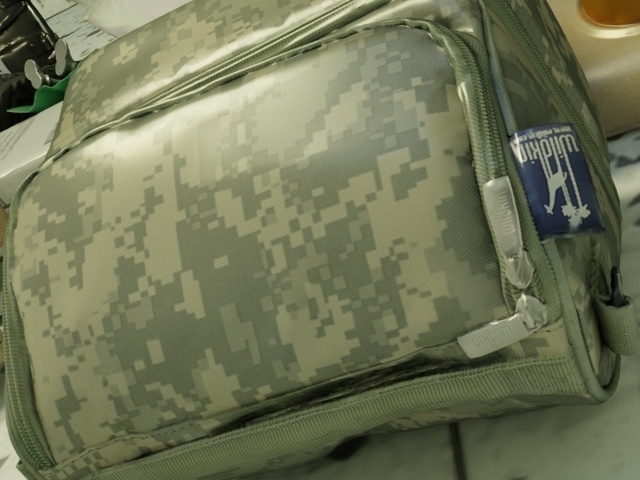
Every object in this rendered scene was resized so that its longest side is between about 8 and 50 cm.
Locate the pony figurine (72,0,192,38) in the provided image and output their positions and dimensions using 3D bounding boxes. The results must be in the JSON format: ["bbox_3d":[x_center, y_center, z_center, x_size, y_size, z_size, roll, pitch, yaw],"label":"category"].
[{"bbox_3d":[-0.052,-0.310,1.164,0.303,0.351,0.363,-55,1,42],"label":"pony figurine"}]

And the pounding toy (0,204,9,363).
[{"bbox_3d":[-0.305,0.068,0.893,0.206,0.094,0.181,-47,22,-20],"label":"pounding toy"}]

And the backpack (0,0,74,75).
[{"bbox_3d":[-0.516,-0.251,1.690,0.253,0.225,0.191,-37,1,-8],"label":"backpack"}]

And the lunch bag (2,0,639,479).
[{"bbox_3d":[0.000,0.000,0.569,0.305,0.212,0.256,-20,40,23],"label":"lunch bag"}]

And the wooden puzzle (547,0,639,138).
[{"bbox_3d":[0.291,-0.252,0.771,0.322,0.080,0.348,-17,44,27],"label":"wooden puzzle"}]

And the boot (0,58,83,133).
[{"bbox_3d":[-0.360,-0.134,1.344,0.260,0.131,0.348,-7,16,30],"label":"boot"}]

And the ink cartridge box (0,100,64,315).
[{"bbox_3d":[-0.245,-0.048,1.051,0.289,0.121,0.211,-25,21,10],"label":"ink cartridge box"}]

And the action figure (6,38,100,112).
[{"bbox_3d":[-0.205,-0.161,1.205,0.137,0.063,0.232,-21,-16,31],"label":"action figure"}]
